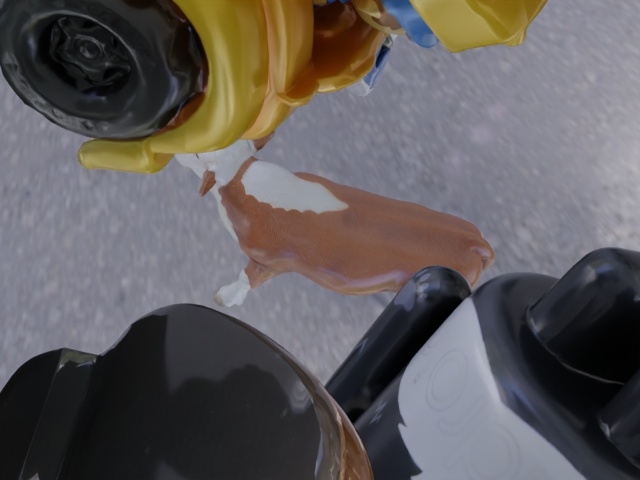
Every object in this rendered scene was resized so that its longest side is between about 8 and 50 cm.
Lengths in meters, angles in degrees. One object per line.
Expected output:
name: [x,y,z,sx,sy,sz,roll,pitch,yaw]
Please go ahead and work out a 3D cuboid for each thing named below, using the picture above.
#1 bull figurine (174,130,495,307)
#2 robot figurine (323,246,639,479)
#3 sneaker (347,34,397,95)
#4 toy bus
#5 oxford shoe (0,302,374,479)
bull figurine: [0.000,0.000,1.719,0.310,0.101,0.188,19,146,-5]
robot figurine: [0.094,0.128,0.885,0.173,0.209,0.278,32,116,-14]
sneaker: [0.010,-0.285,1.534,0.182,0.127,0.315,-47,133,-10]
toy bus: [0.015,-0.123,0.539,0.211,0.149,0.220,10,135,15]
oxford shoe: [-0.030,0.065,0.495,0.076,0.212,0.076,27,77,-21]
